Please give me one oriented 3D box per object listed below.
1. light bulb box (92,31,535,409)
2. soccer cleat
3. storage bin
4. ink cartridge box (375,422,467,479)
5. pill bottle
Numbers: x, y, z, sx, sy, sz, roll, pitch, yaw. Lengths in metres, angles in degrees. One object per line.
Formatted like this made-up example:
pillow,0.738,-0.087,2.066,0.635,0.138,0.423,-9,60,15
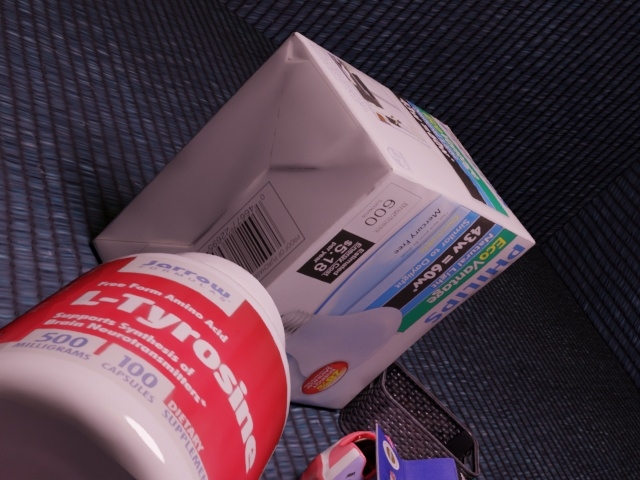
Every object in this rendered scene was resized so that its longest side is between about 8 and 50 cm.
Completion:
light bulb box,0.000,0.000,1.342,0.361,0.358,0.225,20,33,-54
soccer cleat,0.054,0.259,1.323,0.083,0.095,0.248,50,18,15
storage bin,0.120,0.257,1.506,0.180,0.084,0.122,44,16,-7
ink cartridge box,0.176,0.375,1.250,0.371,0.069,0.176,55,14,-18
pill bottle,-0.152,0.140,0.878,0.229,0.229,0.407,45,17,-2
